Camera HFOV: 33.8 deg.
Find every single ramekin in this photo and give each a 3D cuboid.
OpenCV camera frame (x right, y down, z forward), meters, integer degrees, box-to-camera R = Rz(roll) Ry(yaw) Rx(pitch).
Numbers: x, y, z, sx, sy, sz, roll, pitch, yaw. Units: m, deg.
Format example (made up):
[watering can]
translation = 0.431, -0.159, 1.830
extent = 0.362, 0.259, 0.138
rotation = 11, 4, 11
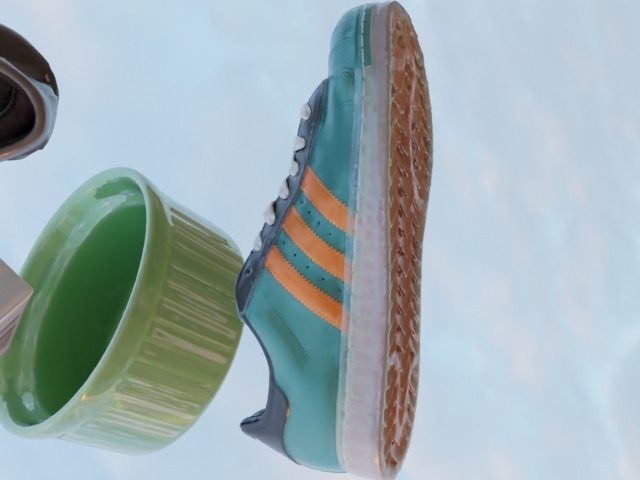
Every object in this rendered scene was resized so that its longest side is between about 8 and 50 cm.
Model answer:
[ramekin]
translation = -0.215, 0.086, 1.147
extent = 0.148, 0.303, 0.303
rotation = 28, -128, -34

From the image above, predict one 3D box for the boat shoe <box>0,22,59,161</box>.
[boat shoe]
translation = -0.304, -0.105, 0.556
extent = 0.335, 0.095, 0.112
rotation = 9, -79, -23

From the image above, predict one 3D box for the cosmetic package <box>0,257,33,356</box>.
[cosmetic package]
translation = -0.345, 0.045, 0.801
extent = 0.183, 0.151, 0.151
rotation = 44, -122, 1

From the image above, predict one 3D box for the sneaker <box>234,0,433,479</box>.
[sneaker]
translation = 0.000, 0.000, 0.671
extent = 0.108, 0.121, 0.302
rotation = -9, -77, -69
